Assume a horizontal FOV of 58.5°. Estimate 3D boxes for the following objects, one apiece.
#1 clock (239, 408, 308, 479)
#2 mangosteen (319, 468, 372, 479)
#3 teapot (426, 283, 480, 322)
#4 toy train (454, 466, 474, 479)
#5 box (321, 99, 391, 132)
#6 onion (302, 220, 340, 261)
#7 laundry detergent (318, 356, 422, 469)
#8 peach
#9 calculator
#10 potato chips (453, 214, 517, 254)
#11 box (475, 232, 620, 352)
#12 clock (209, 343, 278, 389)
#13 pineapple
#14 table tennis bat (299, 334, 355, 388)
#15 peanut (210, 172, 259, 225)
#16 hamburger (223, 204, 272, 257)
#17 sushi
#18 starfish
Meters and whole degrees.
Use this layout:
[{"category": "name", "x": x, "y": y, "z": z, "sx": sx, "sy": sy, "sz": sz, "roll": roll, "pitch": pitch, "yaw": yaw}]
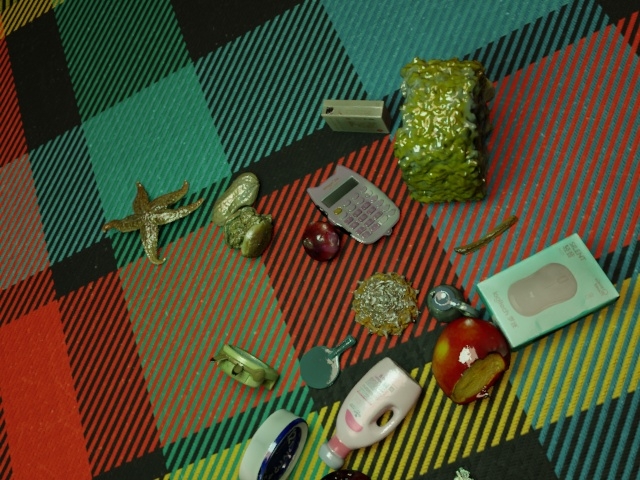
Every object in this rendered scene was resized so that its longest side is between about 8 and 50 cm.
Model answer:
[{"category": "clock", "x": -0.128, "y": 0.584, "z": 1.580, "sx": 0.083, "sy": 0.230, "sz": 0.230, "roll": 21, "pitch": 81, "yaw": 25}, {"category": "mangosteen", "x": 0.068, "y": 0.712, "z": 1.523, "sx": 0.200, "sy": 0.200, "sz": 0.199, "roll": -5, "pitch": 72, "yaw": 16}, {"category": "teapot", "x": 0.362, "y": 0.186, "z": 1.613, "sx": 0.111, "sy": 0.108, "sz": 0.149, "roll": -40, "pitch": 66, "yaw": 4}, {"category": "toy train", "x": 0.381, "y": 0.644, "z": 1.508, "sx": 0.053, "sy": 0.033, "sz": 0.083, "roll": -34, "pitch": 67, "yaw": 9}, {"category": "box", "x": 0.118, "y": -0.401, "z": 1.853, "sx": 0.201, "sy": 0.141, "sz": 0.058, "roll": 7, "pitch": 81, "yaw": 21}, {"category": "onion", "x": 0.000, "y": 0.000, "z": 1.777, "sx": 0.131, "sy": 0.131, "sz": 0.131, "roll": -5, "pitch": 72, "yaw": 16}, {"category": "laundry detergent", "x": 0.129, "y": 0.495, "z": 1.605, "sx": 0.159, "sy": 0.088, "sz": 0.335, "roll": 40, "pitch": 90, "yaw": 23}, {"category": "peach", "x": 0.398, "y": 0.324, "z": 1.517, "sx": 0.196, "sy": 0.190, "sz": 0.225, "roll": 8, "pitch": 69, "yaw": 10}, {"category": "calculator", "x": 0.110, "y": -0.106, "z": 1.795, "sx": 0.194, "sy": 0.043, "sz": 0.294, "roll": -40, "pitch": 67, "yaw": -20}, {"category": "potato chips", "x": 0.490, "y": -0.013, "z": 1.680, "sx": 0.204, "sy": 0.026, "sz": 0.037, "roll": -32, "pitch": 54, "yaw": 7}, {"category": "box", "x": 0.606, "y": 0.143, "z": 1.545, "sx": 0.312, "sy": 0.118, "sz": 0.205, "roll": -28, "pitch": 69, "yaw": 8}, {"category": "clock", "x": -0.232, "y": 0.369, "z": 1.677, "sx": 0.170, "sy": 0.232, "sz": 0.069, "roll": 28, "pitch": 83, "yaw": 24}, {"category": "pineapple", "x": 0.188, "y": 0.183, "z": 1.689, "sx": 0.225, "sy": 0.076, "sz": 0.224, "roll": -6, "pitch": 71, "yaw": 17}, {"category": "table tennis bat", "x": 0.024, "y": 0.355, "z": 1.711, "sx": 0.201, "sy": 0.033, "sz": 0.124, "roll": -42, "pitch": 68, "yaw": 4}, {"category": "peanut", "x": -0.285, "y": -0.135, "z": 1.928, "sx": 0.098, "sy": 0.090, "sz": 0.214, "roll": 44, "pitch": 92, "yaw": -6}, {"category": "hamburger", "x": -0.218, "y": -0.026, "z": 1.845, "sx": 0.131, "sy": 0.159, "sz": 0.185, "roll": 27, "pitch": 56, "yaw": 27}, {"category": "sushi", "x": 0.358, "y": -0.316, "z": 1.620, "sx": 0.240, "sy": 0.396, "sz": 0.351, "roll": 3, "pitch": 67, "yaw": 23}, {"category": "starfish", "x": -0.592, "y": -0.077, "z": 2.004, "sx": 0.376, "sy": 0.094, "sz": 0.326, "roll": -5, "pitch": 70, "yaw": 11}]
